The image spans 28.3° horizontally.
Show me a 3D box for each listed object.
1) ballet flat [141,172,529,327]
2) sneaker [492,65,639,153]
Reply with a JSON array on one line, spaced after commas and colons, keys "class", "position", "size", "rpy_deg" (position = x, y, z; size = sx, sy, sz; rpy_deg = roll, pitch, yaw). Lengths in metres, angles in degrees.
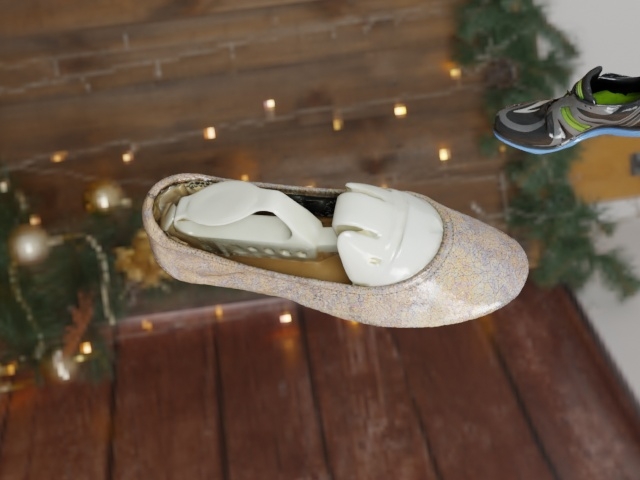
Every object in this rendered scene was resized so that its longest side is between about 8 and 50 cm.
[{"class": "ballet flat", "position": [0.000, 0.000, 0.989], "size": [0.106, 0.316, 0.107], "rpy_deg": [65, 33, -55]}, {"class": "sneaker", "position": [0.261, -0.137, 1.266], "size": [0.078, 0.188, 0.067], "rpy_deg": [56, 39, -40]}]
